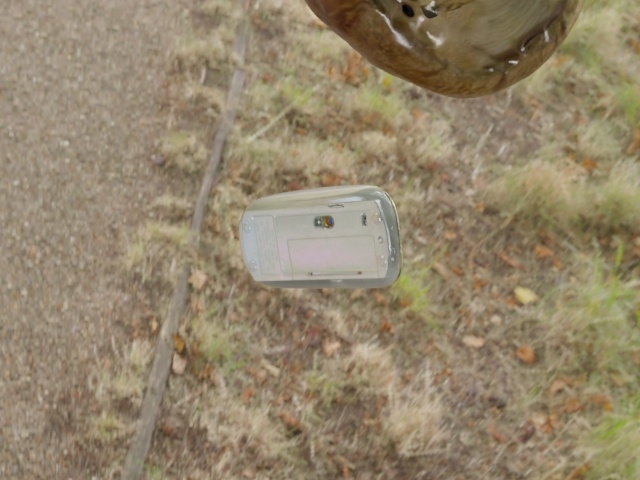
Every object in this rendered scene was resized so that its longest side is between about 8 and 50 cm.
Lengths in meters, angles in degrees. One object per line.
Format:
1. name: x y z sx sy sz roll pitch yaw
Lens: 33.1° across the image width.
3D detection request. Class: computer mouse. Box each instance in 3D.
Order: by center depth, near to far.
1. computer mouse: 0.001 0.000 1.057 0.045 0.199 0.102 -14 97 -49

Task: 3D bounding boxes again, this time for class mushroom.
1. mushroom: 0.114 -0.248 0.864 0.267 0.267 0.255 -29 31 -28
